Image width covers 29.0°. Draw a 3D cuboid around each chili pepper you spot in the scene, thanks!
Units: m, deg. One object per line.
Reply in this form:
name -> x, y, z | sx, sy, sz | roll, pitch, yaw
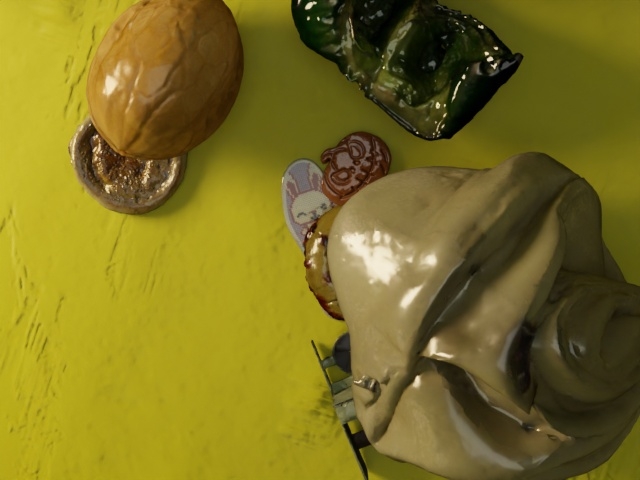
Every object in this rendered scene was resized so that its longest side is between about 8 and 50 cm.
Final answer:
chili pepper -> 0.080, -0.230, 1.377 | 0.265, 0.116, 0.148 | 36, 107, -2

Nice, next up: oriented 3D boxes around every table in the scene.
table -> 0.087, 0.171, 1.431 | 0.146, 0.062, 0.175 | -22, 98, 3

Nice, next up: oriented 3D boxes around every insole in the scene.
insole -> 0.000, 0.000, 1.444 | 0.065, 0.004, 0.197 | -16, 95, 2

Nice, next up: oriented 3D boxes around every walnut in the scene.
walnut -> -0.166, -0.182, 1.347 | 0.159, 0.159, 0.206 | 33, 74, -2

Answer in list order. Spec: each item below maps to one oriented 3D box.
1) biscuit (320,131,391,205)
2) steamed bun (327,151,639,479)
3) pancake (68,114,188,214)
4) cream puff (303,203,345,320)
biscuit -> 0.037, -0.083, 1.426 | 0.078, 0.015, 0.091 | 24, 93, -4
steamed bun -> 0.206, 0.097, 1.281 | 0.343, 0.255, 0.367 | -12, 97, -30
pancake -> -0.220, -0.098, 1.429 | 0.140, 0.022, 0.139 | 0, 95, 0
cream puff -> 0.049, 0.022, 1.402 | 0.149, 0.084, 0.149 | 0, 88, -8
